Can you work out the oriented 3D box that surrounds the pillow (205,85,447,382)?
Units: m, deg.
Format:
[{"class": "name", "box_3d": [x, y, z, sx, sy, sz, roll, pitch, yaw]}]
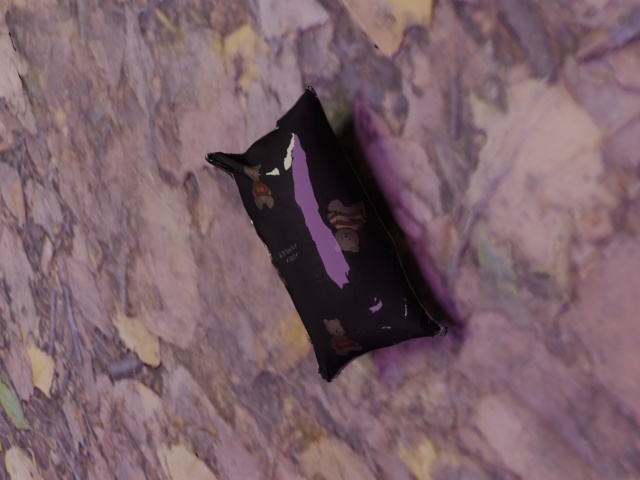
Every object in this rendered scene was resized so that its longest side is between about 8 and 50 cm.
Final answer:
[{"class": "pillow", "box_3d": [0.001, 0.000, 0.576, 0.150, 0.048, 0.090, 62, 149, 2]}]
